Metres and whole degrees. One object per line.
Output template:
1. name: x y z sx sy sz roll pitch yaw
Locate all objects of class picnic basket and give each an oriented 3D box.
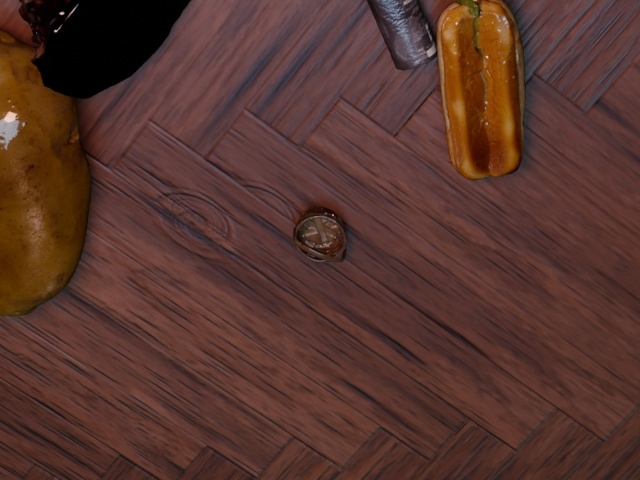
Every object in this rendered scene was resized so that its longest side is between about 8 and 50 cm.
1. picnic basket: 0.000 0.000 2.028 0.072 0.083 0.072 1 115 1

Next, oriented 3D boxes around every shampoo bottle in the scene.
1. shampoo bottle: 0.079 -0.301 1.904 0.063 0.057 0.208 -20 113 10

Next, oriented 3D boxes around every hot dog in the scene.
1. hot dog: 0.192 -0.188 1.944 0.104 0.076 0.250 -8 120 5

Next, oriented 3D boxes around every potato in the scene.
1. potato: -0.380 -0.073 1.964 0.195 0.176 0.369 -17 121 -22

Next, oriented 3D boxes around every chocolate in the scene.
1. chocolate: -0.277 -0.296 1.867 0.177 0.224 0.206 45 144 17
